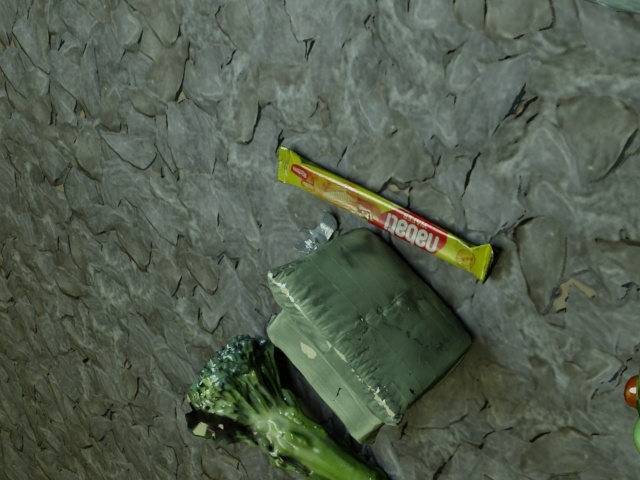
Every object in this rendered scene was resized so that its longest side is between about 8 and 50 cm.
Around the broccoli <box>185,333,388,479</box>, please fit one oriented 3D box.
[{"bbox_3d":[-0.032,0.254,1.038,0.304,0.165,0.145,38,102,3],"label":"broccoli"}]

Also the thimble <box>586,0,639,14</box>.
[{"bbox_3d":[0.199,-0.273,0.483,0.157,0.217,0.245,34,147,29],"label":"thimble"}]

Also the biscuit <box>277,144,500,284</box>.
[{"bbox_3d":[0.066,-0.034,0.860,0.292,0.026,0.048,28,122,28],"label":"biscuit"}]

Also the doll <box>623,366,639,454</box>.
[{"bbox_3d":[0.335,0.072,0.554,0.186,0.198,0.322,19,117,25],"label":"doll"}]

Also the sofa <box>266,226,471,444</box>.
[{"bbox_3d":[0.023,0.129,0.875,0.210,0.176,0.225,49,135,10],"label":"sofa"}]

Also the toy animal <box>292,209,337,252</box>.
[{"bbox_3d":[-0.001,0.000,0.934,0.050,0.028,0.084,58,138,13],"label":"toy animal"}]
